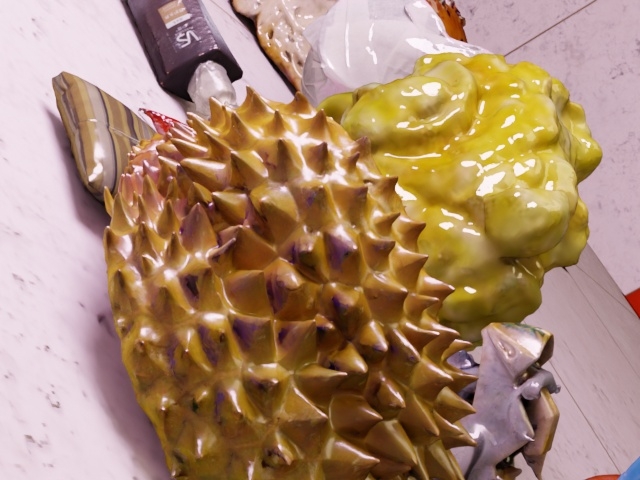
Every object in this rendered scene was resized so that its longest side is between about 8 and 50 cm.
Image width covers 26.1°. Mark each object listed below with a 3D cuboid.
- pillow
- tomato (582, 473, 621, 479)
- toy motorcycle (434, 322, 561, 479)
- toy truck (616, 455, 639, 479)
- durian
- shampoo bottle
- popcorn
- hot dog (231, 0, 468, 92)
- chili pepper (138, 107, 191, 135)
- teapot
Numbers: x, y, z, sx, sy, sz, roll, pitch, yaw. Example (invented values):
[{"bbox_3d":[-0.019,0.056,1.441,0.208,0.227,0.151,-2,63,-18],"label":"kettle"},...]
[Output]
[{"bbox_3d":[-0.086,-0.019,0.866,0.203,0.038,0.113,40,18,-43],"label":"pillow"},{"bbox_3d":[0.295,0.270,1.269,0.159,0.091,0.139,37,21,-53],"label":"tomato"},{"bbox_3d":[0.149,0.154,1.002,0.229,0.130,0.094,56,13,15],"label":"toy motorcycle"},{"bbox_3d":[0.313,0.315,0.951,0.161,0.162,0.385,14,42,-31],"label":"toy truck"},{"bbox_3d":[-0.026,0.053,0.701,0.260,0.154,0.186,51,44,-3],"label":"durian"},{"bbox_3d":[-0.106,-0.156,1.107,0.207,0.057,0.063,63,10,31],"label":"shampoo bottle"},{"bbox_3d":[0.104,-0.034,1.149,0.235,0.242,0.250,55,24,-25],"label":"popcorn"},{"bbox_3d":[0.033,-0.289,1.631,0.367,0.196,0.365,58,11,10],"label":"hot dog"},{"bbox_3d":[-0.060,-0.038,0.988,0.178,0.027,0.045,45,53,-2],"label":"chili pepper"},{"bbox_3d":[0.078,-0.136,1.314,0.221,0.163,0.178,45,-12,19],"label":"teapot"}]
